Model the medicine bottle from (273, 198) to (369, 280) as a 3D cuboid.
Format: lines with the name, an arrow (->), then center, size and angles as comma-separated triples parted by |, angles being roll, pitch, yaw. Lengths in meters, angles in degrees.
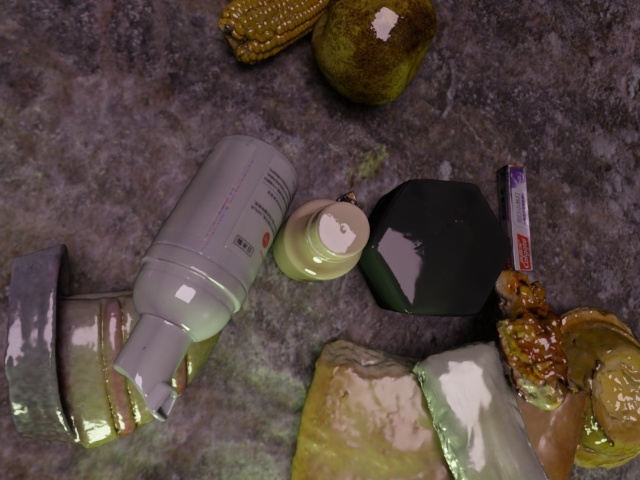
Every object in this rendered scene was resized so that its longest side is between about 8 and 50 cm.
medicine bottle -> 0.000, 0.000, 0.626 | 0.114, 0.252, 0.114 | 1, 83, -12

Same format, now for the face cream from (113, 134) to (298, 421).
face cream -> -0.160, 0.036, 0.588 | 0.145, 0.145, 0.370 | 28, 59, -8

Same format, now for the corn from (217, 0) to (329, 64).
corn -> -0.031, -0.402, 0.748 | 0.313, 0.102, 0.102 | -37, 92, -16

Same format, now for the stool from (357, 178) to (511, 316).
stool -> 0.171, 0.015, 0.721 | 0.232, 0.141, 0.232 | 1, 84, -13

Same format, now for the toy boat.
toy boat -> -0.292, 0.161, 0.622 | 0.293, 0.111, 0.276 | 16, 87, -21

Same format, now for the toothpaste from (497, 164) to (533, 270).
toothpaste -> 0.364, -0.041, 0.824 | 0.047, 0.040, 0.196 | 0, 84, -11

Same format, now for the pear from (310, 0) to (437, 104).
pear -> 0.080, -0.327, 0.717 | 0.197, 0.197, 0.197 | 2, 83, -13

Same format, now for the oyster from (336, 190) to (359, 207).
oyster -> 0.043, -0.046, 0.761 | 0.054, 0.019, 0.083 | 22, 79, -9

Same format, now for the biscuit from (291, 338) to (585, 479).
biscuit -> 0.157, 0.379, 0.675 | 0.429, 0.104, 0.446 | 19, 85, -4

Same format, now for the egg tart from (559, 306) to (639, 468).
egg tart -> 0.503, 0.262, 0.783 | 0.290, 0.115, 0.290 | 2, 83, -14

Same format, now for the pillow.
pillow -> 0.225, 0.259, 0.620 | 0.128, 0.051, 0.229 | -19, 83, -3

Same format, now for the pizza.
pizza -> 0.330, 0.133, 0.689 | 0.085, 0.305, 0.161 | -23, 111, 26
